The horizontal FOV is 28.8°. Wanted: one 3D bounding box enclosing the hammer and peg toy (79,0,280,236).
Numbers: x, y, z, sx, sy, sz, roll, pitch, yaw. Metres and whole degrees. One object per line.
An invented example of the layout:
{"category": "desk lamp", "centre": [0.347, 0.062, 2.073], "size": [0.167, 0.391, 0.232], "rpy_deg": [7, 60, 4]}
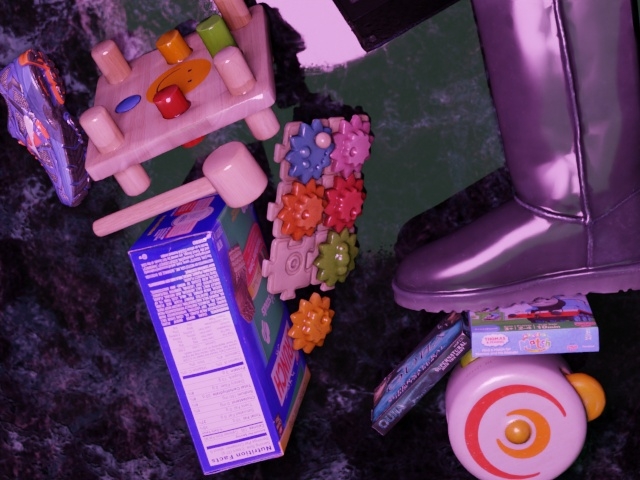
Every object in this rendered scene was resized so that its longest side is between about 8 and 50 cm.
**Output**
{"category": "hammer and peg toy", "centre": [-0.182, -0.163, 1.555], "size": [0.266, 0.361, 0.127], "rpy_deg": [-22, 124, 11]}

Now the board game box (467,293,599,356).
{"category": "board game box", "centre": [0.277, 0.097, 1.670], "size": [0.160, 0.211, 0.039], "rpy_deg": [-3, 107, 5]}

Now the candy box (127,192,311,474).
{"category": "candy box", "centre": [-0.126, 0.107, 1.674], "size": [0.122, 0.268, 0.317], "rpy_deg": [-13, 106, 10]}

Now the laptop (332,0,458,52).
{"category": "laptop", "centre": [0.089, -0.426, 1.631], "size": [0.234, 0.136, 0.264], "rpy_deg": [-29, 128, 12]}

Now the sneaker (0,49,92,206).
{"category": "sneaker", "centre": [-0.381, -0.150, 1.723], "size": [0.087, 0.083, 0.221], "rpy_deg": [-16, 100, 22]}

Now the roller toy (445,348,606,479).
{"category": "roller toy", "centre": [0.275, 0.243, 1.748], "size": [0.209, 0.146, 0.191], "rpy_deg": [19, 108, -2]}

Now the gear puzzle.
{"category": "gear puzzle", "centre": [0.000, 0.000, 1.691], "size": [0.044, 0.175, 0.339], "rpy_deg": [22, 112, 40]}

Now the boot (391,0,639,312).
{"category": "boot", "centre": [0.244, -0.146, 1.622], "size": [0.367, 0.146, 0.445], "rpy_deg": [-9, 108, 6]}

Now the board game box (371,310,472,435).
{"category": "board game box", "centre": [0.143, 0.179, 1.750], "size": [0.026, 0.126, 0.186], "rpy_deg": [40, 105, -8]}
